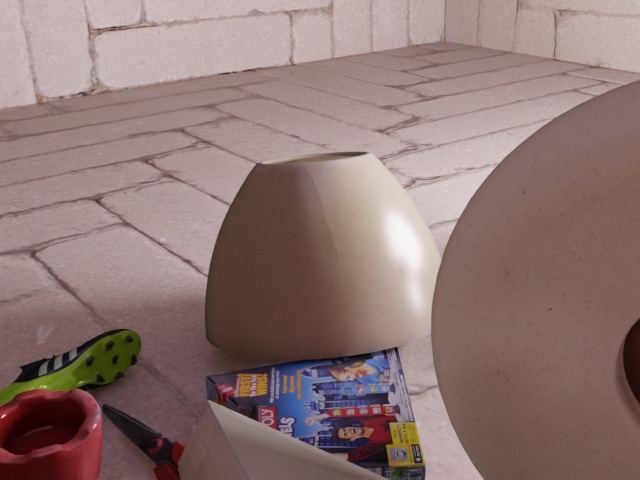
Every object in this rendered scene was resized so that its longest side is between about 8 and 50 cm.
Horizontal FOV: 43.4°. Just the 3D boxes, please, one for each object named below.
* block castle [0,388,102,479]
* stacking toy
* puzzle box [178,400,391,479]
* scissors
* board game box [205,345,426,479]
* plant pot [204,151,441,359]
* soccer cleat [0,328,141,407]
[{"bbox_3d":[-0.263,0.247,0.387,0.303,0.212,0.453,-6,23,-10],"label":"block castle"},{"bbox_3d":[0.319,0.005,0.615,0.351,0.350,0.480,10,26,25],"label":"stacking toy"},{"bbox_3d":[0.070,0.175,0.376,0.272,0.052,0.409,26,-9,-8],"label":"puzzle box"},{"bbox_3d":[-0.129,0.185,0.714,0.109,0.021,0.297,-48,30,-3],"label":"scissors"},{"bbox_3d":[-0.013,0.172,0.747,0.194,0.060,0.194,-3,23,0],"label":"board game box"},{"bbox_3d":[0.000,0.000,0.914,0.284,0.190,0.284,-6,10,1],"label":"plant pot"},{"bbox_3d":[-0.269,0.138,0.848,0.072,0.060,0.179,14,30,35],"label":"soccer cleat"}]
